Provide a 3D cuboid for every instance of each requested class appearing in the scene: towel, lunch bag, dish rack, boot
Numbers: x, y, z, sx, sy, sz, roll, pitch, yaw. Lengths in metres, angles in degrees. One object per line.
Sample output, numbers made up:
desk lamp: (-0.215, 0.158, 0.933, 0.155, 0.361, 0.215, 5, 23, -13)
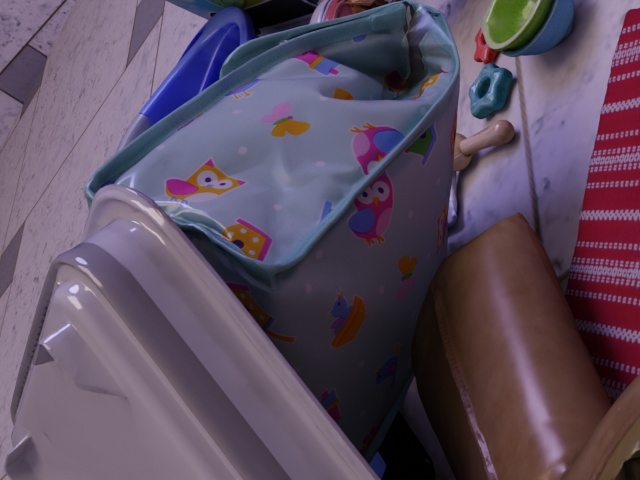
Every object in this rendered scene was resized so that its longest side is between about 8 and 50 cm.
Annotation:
towel: (0.174, 0.010, 0.550, 0.199, 0.031, 0.275, -175, 97, -75)
lunch bag: (0.000, 0.000, 0.708, 0.262, 0.160, 0.223, -49, -34, -39)
dish rack: (-0.077, 0.151, 0.621, 0.072, 0.285, 0.333, -35, -10, -29)
boot: (0.109, 0.065, 0.518, 0.269, 0.089, 0.236, -98, 25, -58)

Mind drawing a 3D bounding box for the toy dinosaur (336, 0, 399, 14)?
toy dinosaur: (0.040, -0.292, 0.880, 0.322, 0.218, 0.164, 75, 176, -57)

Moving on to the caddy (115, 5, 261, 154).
caddy: (-0.112, -0.047, 1.089, 0.241, 0.179, 0.341, 17, 87, 67)

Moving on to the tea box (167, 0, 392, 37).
tea box: (-0.063, -0.388, 1.081, 0.220, 0.323, 0.329, 8, 79, 65)

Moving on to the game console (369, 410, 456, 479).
game console: (0.041, 0.197, 0.737, 0.213, 0.044, 0.361, -63, 24, 13)

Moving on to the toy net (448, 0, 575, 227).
toy net: (0.104, -0.103, 0.842, 0.232, 0.045, 0.122, -59, 26, 22)

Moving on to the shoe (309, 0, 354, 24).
shoe: (0.039, -0.132, 0.960, 0.081, 0.063, 0.178, -25, 66, 53)
